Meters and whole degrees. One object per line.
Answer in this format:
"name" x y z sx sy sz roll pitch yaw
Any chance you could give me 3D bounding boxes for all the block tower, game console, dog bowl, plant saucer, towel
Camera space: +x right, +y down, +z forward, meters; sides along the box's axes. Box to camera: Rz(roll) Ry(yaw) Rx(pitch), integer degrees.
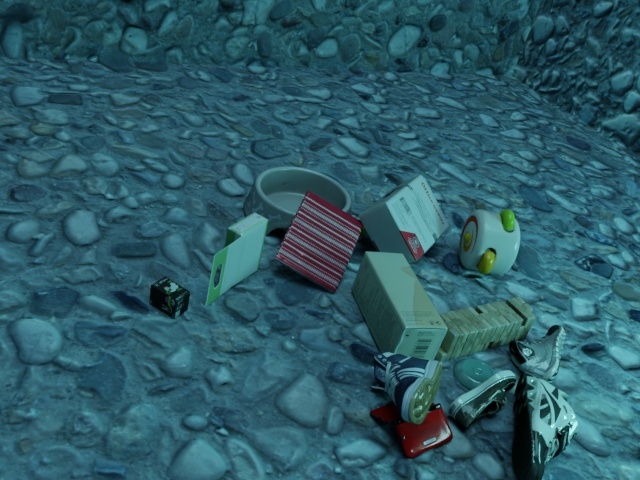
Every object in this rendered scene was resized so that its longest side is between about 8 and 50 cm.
"block tower" 0.432 0.234 1.873 0.336 0.097 0.091 -9 39 -32
"game console" 0.205 0.417 1.573 0.144 0.085 0.124 -11 72 -34
"dog bowl" -0.062 -0.115 2.186 0.349 0.102 0.348 11 34 -7
"plant saucer" 0.397 0.337 1.767 0.119 0.021 0.119 11 32 -7
"towel" 0.000 0.000 1.988 0.199 0.031 0.274 30 53 -7

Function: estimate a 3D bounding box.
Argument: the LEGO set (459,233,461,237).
"LEGO set" 0.486 0.003 2.317 0.083 0.023 0.054 4 34 -41

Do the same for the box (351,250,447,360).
"box" 0.196 0.175 1.815 0.121 0.148 0.311 3 36 -21

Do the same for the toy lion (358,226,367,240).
"toy lion" 0.148 -0.046 2.173 0.034 0.096 0.100 48 32 -10

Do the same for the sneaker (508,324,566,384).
"sneaker" 0.578 0.281 1.873 0.132 0.086 0.228 21 34 12

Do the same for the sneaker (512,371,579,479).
"sneaker" 0.520 0.431 1.584 0.146 0.122 0.330 19 33 8

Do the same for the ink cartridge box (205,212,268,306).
"ink cartridge box" -0.231 0.046 1.803 0.056 0.171 0.235 29 35 20

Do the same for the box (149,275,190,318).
"box" -0.369 0.139 1.704 0.083 0.062 0.052 29 36 19

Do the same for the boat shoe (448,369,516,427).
"boat shoe" 0.401 0.381 1.659 0.219 0.077 0.070 -21 46 -32

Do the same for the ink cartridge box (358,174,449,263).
"ink cartridge box" 0.261 -0.059 2.138 0.273 0.114 0.197 -37 101 -51

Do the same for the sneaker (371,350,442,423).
"sneaker" 0.173 0.323 1.560 0.153 0.099 0.282 10 9 19

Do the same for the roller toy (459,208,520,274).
"roller toy" 0.515 0.007 2.165 0.146 0.209 0.191 11 -6 -7
